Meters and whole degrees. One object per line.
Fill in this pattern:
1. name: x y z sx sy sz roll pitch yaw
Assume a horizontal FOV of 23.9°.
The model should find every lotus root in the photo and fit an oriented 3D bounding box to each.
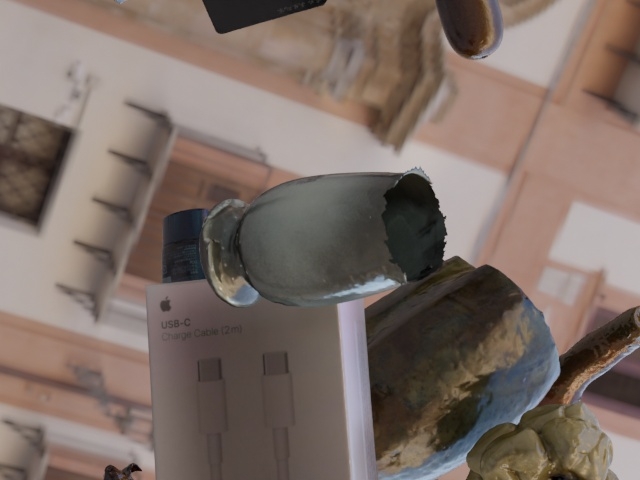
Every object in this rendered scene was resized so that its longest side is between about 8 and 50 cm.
1. lotus root: 0.124 0.190 1.950 0.346 0.250 0.250 -31 -170 -17

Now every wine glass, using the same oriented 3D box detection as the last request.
1. wine glass: 0.000 0.000 1.268 0.204 0.111 0.111 -7 -117 37

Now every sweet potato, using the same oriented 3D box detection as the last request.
1. sweet potato: 0.337 0.222 2.190 0.385 0.109 0.109 -55 -154 31

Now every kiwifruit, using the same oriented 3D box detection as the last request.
1. kiwifruit: 0.182 -0.281 1.849 0.075 0.075 0.124 -27 -101 63

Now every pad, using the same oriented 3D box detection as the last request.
1. pad: -0.079 -0.331 2.017 0.003 0.157 0.112 85 -15 -52

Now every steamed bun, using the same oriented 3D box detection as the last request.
1. steamed bun: 0.264 0.293 1.804 0.106 0.192 0.178 -15 95 -77

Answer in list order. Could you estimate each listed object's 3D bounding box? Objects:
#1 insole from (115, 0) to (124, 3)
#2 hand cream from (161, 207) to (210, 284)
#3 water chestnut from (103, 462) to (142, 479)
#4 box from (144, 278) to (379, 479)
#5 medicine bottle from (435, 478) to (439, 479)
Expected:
1. insole: -0.330 -0.412 2.136 0.004 0.197 0.065 -14 -136 33
2. hand cream: -0.181 0.094 2.101 0.120 0.061 0.271 -14 -108 38
3. water chestnut: -0.169 0.424 1.962 0.335 0.347 0.335 -36 -154 21
4. box: -0.057 0.158 1.488 0.106 0.203 0.252 25 60 -70
5. medicine bottle: 0.069 0.465 2.273 0.325 0.212 0.212 91 0 -50
